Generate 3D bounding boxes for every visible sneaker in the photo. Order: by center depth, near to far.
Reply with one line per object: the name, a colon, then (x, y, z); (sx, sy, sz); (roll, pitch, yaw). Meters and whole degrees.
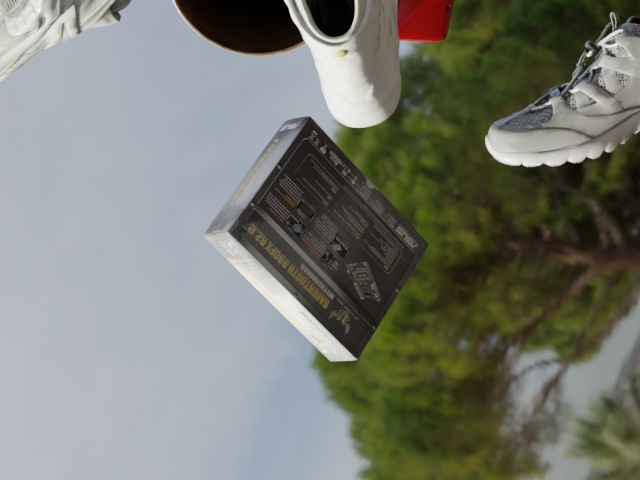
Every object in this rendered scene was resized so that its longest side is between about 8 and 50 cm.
sneaker: (-0.194, -0.168, 1.096); (0.115, 0.232, 0.090); (-12, -90, -31)
sneaker: (0.019, -0.273, 1.452); (0.169, 0.108, 0.292); (64, -165, -62)
sneaker: (0.282, -0.162, 1.467); (0.105, 0.281, 0.115); (-103, -13, -73)

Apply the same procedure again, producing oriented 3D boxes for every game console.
game console: (0.128, -0.324, 2.124); (0.124, 0.085, 0.144); (130, 155, -67)

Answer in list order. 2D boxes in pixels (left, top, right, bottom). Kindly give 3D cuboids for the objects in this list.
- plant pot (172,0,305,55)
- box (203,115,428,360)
plant pot: (-0.072, -0.358, 1.864); (0.230, 0.215, 0.215); (-90, 13, -68)
box: (0.000, 0.000, 1.777); (0.056, 0.231, 0.183); (-7, 44, 54)
